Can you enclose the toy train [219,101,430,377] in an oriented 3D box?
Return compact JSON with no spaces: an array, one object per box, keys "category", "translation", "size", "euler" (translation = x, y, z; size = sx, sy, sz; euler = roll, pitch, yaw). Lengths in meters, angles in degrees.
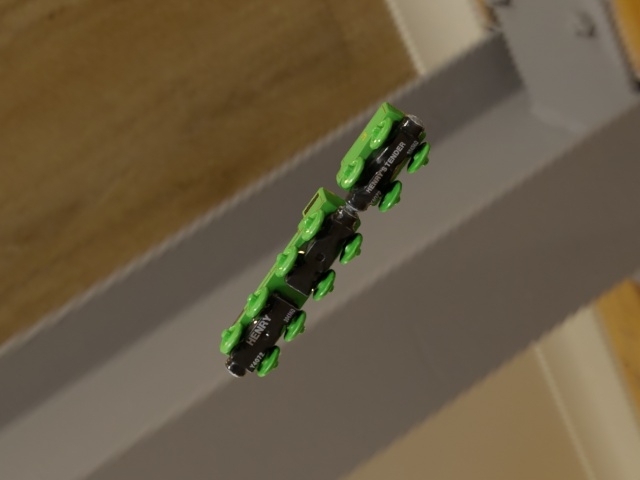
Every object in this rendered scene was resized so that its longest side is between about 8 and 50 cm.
[{"category":"toy train","translation":[0.000,0.000,0.494],"size":[0.017,0.024,0.083],"euler":[33,-77,-16]}]
